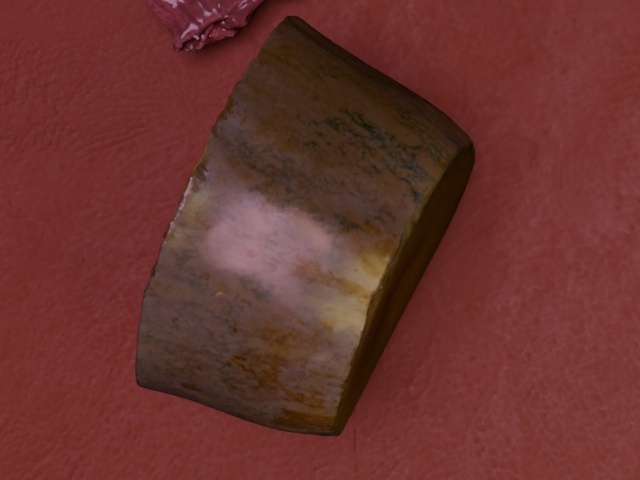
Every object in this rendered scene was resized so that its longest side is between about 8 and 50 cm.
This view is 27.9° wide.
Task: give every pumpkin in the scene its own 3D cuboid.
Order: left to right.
[{"bbox_3d":[0.000,0.000,1.067,0.199,0.332,0.332,19,92,5],"label":"pumpkin"}]

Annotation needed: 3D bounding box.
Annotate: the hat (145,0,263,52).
[{"bbox_3d":[-0.110,-0.343,1.197,0.237,0.107,0.286,-35,86,-2],"label":"hat"}]
